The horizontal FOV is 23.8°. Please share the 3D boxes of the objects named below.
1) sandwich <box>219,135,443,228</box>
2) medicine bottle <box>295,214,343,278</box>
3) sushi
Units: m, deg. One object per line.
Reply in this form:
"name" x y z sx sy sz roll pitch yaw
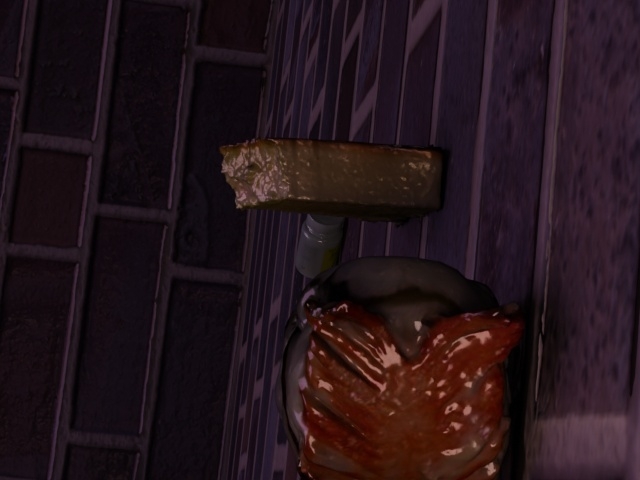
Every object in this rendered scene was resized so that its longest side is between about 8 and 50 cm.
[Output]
"sandwich" 0.001 -0.046 1.179 0.193 0.163 0.058 152 122 -84
"medicine bottle" 0.000 0.000 1.684 0.047 0.047 0.083 -89 9 -47
"sushi" 0.036 0.084 0.862 0.332 0.124 0.130 125 144 -82
